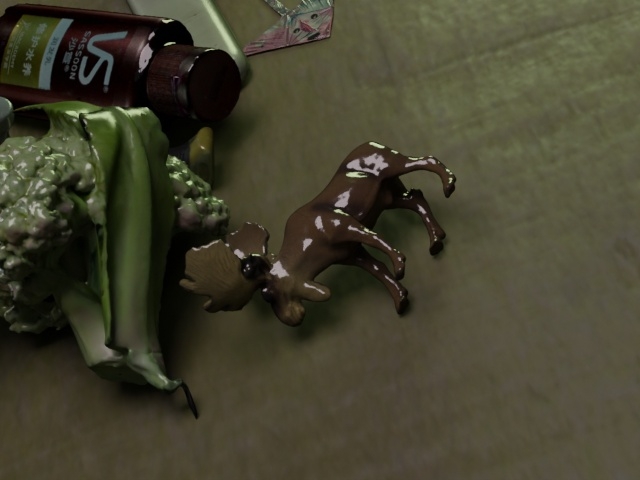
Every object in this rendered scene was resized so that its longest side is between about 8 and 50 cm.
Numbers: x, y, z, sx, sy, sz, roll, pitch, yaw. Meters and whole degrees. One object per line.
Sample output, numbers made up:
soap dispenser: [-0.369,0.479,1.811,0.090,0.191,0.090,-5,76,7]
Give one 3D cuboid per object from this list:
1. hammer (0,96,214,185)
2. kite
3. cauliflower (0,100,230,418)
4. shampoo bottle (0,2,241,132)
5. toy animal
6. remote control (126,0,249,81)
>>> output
hammer: [-0.214,-0.071,1.640,0.226,0.159,0.041,-1,47,1]
kite: [-0.039,-0.237,1.782,0.137,0.005,0.152,-43,43,-16]
cauliflower: [-0.196,0.023,1.486,0.239,0.256,0.315,-21,73,3]
shampoo bottle: [-0.219,-0.172,1.730,0.323,0.084,0.129,14,82,43]
toy animal: [0.000,0.000,1.459,0.186,0.094,0.214,24,62,21]
remote control: [-0.155,-0.245,1.827,0.090,0.038,0.309,-29,43,-2]
